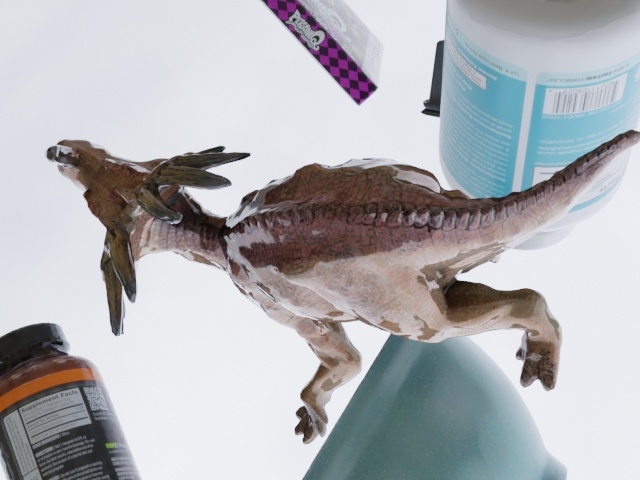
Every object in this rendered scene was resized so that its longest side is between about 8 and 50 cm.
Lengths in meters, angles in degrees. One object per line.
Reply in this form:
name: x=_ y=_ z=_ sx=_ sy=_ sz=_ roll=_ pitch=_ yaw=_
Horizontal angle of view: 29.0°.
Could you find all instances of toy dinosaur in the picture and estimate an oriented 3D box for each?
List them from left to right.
toy dinosaur: x=0.000 y=0.000 z=0.610 sx=0.296 sy=0.200 sz=0.127 roll=-15 pitch=-126 yaw=39

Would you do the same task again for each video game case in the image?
video game case: x=-0.010 y=-0.292 z=1.563 sx=0.042 sy=0.232 sz=0.210 roll=-39 pitch=-166 yaw=19

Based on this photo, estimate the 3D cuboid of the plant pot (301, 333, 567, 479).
plant pot: x=0.092 y=0.224 z=1.090 sx=0.293 sy=0.196 sz=0.293 roll=-58 pitch=174 yaw=-10

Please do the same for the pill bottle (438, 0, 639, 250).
pill bottle: x=0.160 y=-0.105 z=0.904 sx=0.146 sy=0.264 sz=0.146 roll=-1 pitch=-126 yaw=1

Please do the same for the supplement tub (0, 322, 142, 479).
supplement tub: x=-0.219 y=0.170 z=1.043 sx=0.106 sy=0.106 sz=0.198 roll=-29 pitch=-112 yaw=9

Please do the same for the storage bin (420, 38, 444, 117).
storage bin: x=0.198 y=-0.194 z=1.485 sx=0.135 sy=0.091 sz=0.098 roll=17 pitch=-155 yaw=35
